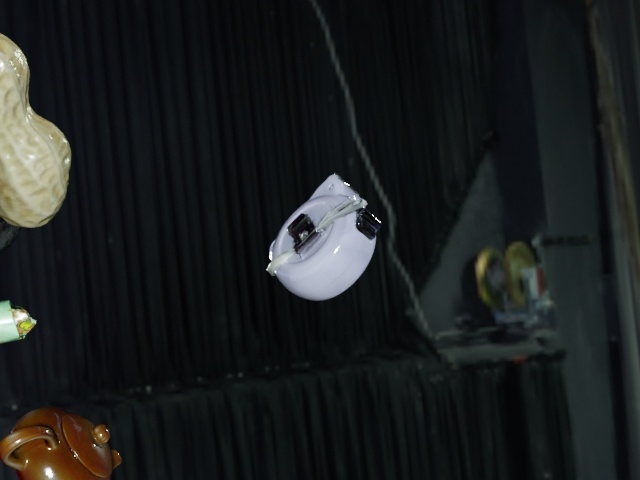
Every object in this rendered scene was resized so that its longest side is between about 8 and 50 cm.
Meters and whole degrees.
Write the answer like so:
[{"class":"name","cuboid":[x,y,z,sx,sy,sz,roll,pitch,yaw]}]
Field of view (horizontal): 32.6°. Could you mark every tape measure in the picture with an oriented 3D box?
[{"class":"tape measure","cuboid":[0.003,0.000,1.740,0.105,0.196,0.178,41,1,-35]}]

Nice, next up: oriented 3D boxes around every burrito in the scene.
[{"class":"burrito","cuboid":[-0.488,0.125,1.332,0.288,0.054,0.104,-12,-10,-9]}]

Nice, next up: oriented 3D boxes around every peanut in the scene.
[{"class":"peanut","cuboid":[-0.438,-0.155,1.552,0.136,0.298,0.120,-22,29,-10]}]

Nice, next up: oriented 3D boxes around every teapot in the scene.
[{"class":"teapot","cuboid":[-0.375,0.309,1.600,0.135,0.178,0.252,-38,-28,2]}]

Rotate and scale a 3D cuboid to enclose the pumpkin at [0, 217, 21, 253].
[{"class":"pumpkin","cuboid":[-0.598,-0.081,1.779,0.248,0.248,0.248,-6,-3,0]}]
